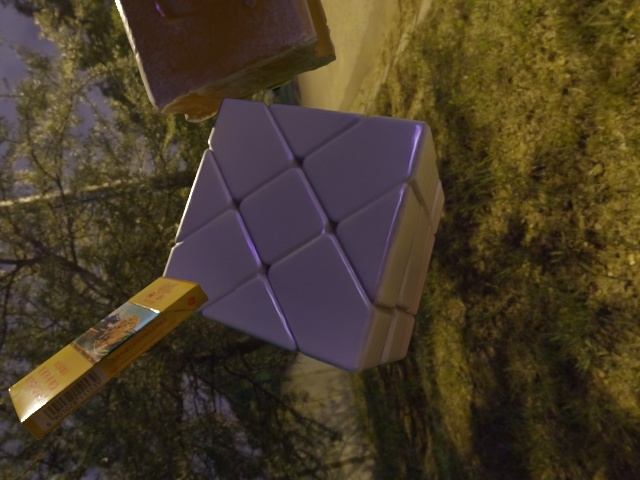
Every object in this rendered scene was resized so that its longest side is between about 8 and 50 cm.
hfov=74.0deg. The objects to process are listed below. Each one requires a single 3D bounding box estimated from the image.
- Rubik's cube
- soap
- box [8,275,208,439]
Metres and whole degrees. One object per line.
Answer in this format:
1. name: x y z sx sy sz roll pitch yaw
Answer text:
1. Rubik's cube: 0.000 0.000 0.683 0.316 0.321 0.319 32 -107 -68
2. soap: -0.162 -0.391 0.650 0.156 0.293 0.336 -31 -74 -73
3. box: -0.177 0.087 0.362 0.086 0.155 0.023 -3 122 50
